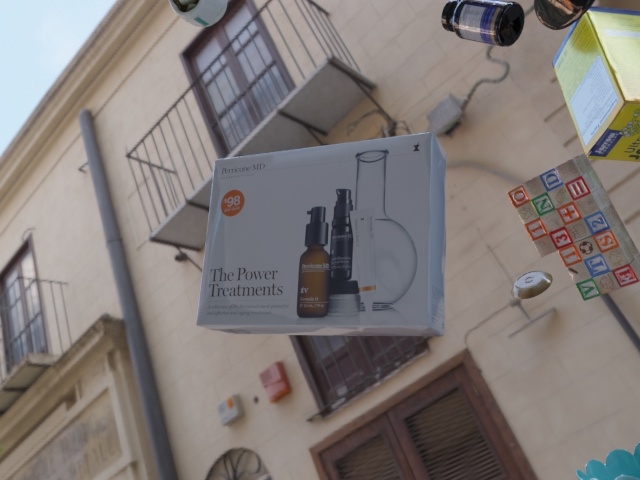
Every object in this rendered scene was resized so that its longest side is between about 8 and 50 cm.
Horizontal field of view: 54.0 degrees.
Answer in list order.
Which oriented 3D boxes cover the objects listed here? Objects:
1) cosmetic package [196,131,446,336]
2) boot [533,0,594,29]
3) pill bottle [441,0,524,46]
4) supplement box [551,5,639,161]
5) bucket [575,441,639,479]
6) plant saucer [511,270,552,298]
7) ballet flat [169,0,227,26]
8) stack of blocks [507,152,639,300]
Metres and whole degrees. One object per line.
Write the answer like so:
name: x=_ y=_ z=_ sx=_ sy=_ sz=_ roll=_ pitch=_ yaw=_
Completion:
cosmetic package: x=0.000 y=0.000 z=0.973 sx=0.377 sy=0.284 sz=0.097 roll=-4 pitch=-19 yaw=24
boot: x=0.465 y=-0.459 z=0.965 sx=0.229 sy=0.091 sz=0.263 roll=-33 pitch=-18 yaw=-33
pill bottle: x=0.459 y=-0.633 z=1.800 sx=0.123 sy=0.219 sz=0.122 roll=-22 pitch=-54 yaw=-33
supplement box: x=0.754 y=-0.396 z=1.587 sx=0.195 sy=0.356 sz=0.194 roll=3 pitch=-34 yaw=-7
bucket: x=0.593 y=0.445 z=1.050 sx=0.281 sy=0.183 sz=0.281 roll=-18 pitch=-16 yaw=-5
plant saucer: x=0.407 y=0.082 z=1.219 sx=0.083 sy=0.083 sz=0.015 roll=-30 pitch=-72 yaw=9
ballet flat: x=-0.290 y=-0.605 z=1.185 sx=0.139 sy=0.139 sz=0.400 roll=-21 pitch=-75 yaw=-5
stack of blocks: x=0.573 y=-0.022 z=1.409 sx=0.171 sy=0.297 sz=0.087 roll=-32 pitch=-7 yaw=42
